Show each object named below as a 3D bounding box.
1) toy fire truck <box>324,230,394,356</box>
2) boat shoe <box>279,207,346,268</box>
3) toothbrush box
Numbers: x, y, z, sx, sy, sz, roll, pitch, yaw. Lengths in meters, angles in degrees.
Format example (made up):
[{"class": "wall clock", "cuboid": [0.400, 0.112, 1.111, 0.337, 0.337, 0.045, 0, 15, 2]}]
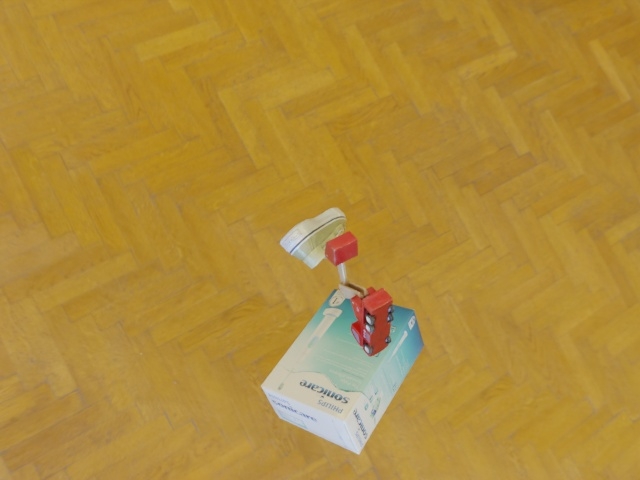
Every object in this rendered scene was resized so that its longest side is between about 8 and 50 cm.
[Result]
[{"class": "toy fire truck", "cuboid": [0.063, 0.093, 0.972, 0.047, 0.192, 0.135, -27, 51, -20]}, {"class": "boat shoe", "cuboid": [0.000, 0.000, 1.316, 0.109, 0.302, 0.094, -41, 86, 22]}, {"class": "toothbrush box", "cuboid": [0.054, 0.265, 1.244, 0.295, 0.217, 0.126, -50, 135, -34]}]
